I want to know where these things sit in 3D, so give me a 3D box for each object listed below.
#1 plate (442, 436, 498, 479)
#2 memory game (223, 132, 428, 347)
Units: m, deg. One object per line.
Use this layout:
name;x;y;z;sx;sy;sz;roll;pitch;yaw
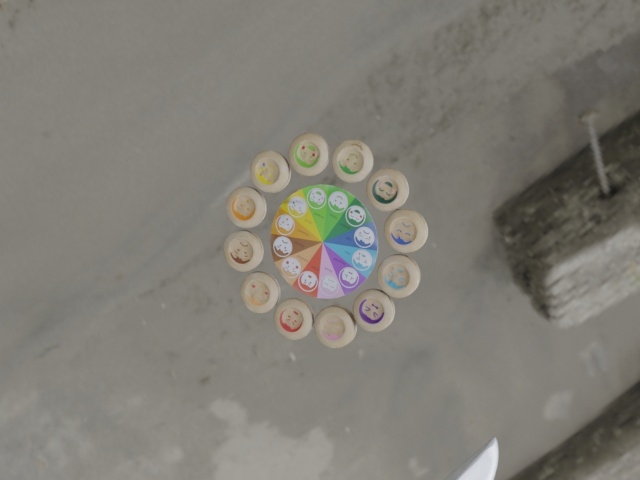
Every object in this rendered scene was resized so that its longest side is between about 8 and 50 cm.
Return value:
plate;0.055;0.333;1.146;0.277;0.045;0.278;-41;169;-30
memory game;0.000;0.000;1.007;0.186;0.186;0.012;-51;169;19
